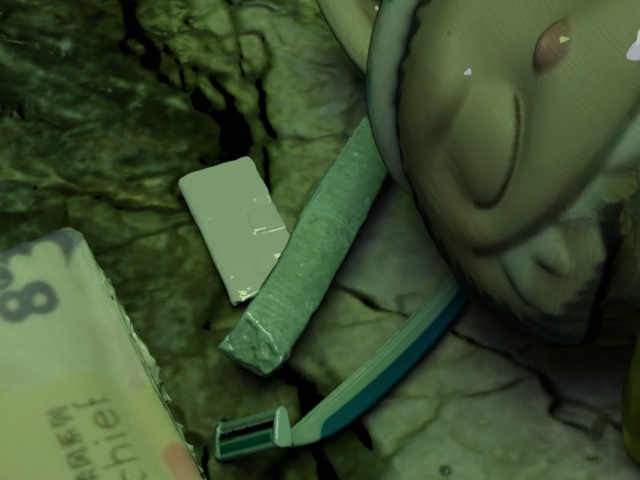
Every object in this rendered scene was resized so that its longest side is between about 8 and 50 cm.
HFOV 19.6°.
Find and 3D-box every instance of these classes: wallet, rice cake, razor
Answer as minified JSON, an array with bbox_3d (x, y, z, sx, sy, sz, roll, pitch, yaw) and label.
[{"bbox_3d":[-0.040,-0.005,0.962,0.044,0.011,0.083,-19,59,-14],"label":"wallet"},{"bbox_3d":[-0.001,0.000,0.938,0.033,0.029,0.170,31,54,-1],"label":"rice cake"},{"bbox_3d":[0.032,0.050,0.909,0.191,0.068,0.037,-39,99,-31],"label":"razor"}]

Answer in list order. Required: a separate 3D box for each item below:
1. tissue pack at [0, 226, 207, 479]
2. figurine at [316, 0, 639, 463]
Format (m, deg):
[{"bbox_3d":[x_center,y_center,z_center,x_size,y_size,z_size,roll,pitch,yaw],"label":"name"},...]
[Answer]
[{"bbox_3d":[-0.207,0.159,0.780,0.344,0.125,0.242,-22,58,-14],"label":"tissue pack"},{"bbox_3d":[0.174,-0.132,0.890,0.361,0.266,0.377,-22,63,-29],"label":"figurine"}]
